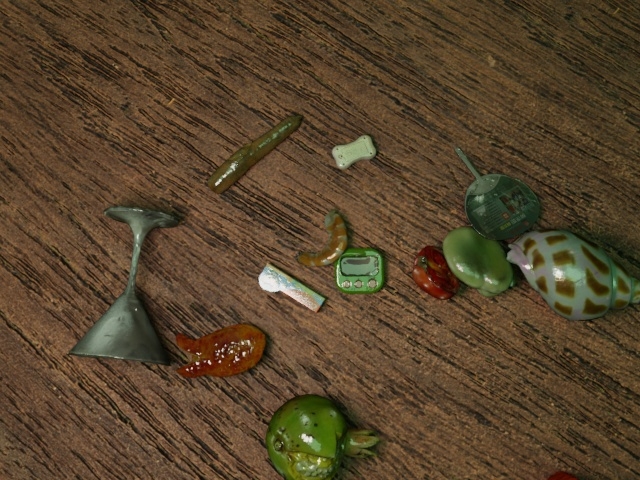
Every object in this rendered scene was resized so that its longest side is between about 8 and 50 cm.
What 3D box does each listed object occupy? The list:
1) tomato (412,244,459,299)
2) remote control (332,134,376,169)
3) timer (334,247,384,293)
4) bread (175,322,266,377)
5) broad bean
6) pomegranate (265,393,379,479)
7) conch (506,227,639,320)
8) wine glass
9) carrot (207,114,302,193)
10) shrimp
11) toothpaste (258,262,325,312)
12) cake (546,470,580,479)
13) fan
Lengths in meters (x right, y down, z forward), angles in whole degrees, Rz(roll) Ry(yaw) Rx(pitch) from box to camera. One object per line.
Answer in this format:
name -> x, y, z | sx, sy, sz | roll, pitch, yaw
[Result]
tomato -> 0.306, 0.102, 1.896 | 0.139, 0.159, 0.091 | 26, 128, -27
remote control -> 0.097, -0.254, 1.986 | 0.122, 0.032, 0.074 | -21, 83, 0
timer -> 0.109, 0.086, 1.938 | 0.140, 0.047, 0.128 | -1, 85, 2
bread -> -0.279, 0.307, 1.900 | 0.269, 0.095, 0.139 | -8, 76, 5
broad bean -> 0.442, 0.055, 1.901 | 0.228, 0.100, 0.169 | 33, 63, -2
pomegranate -> 0.005, 0.525, 1.821 | 0.302, 0.236, 0.236 | 7, 82, -28
conch -> 0.692, 0.091, 1.845 | 0.368, 0.197, 0.249 | 26, 50, -21
wine glass -> -0.513, 0.125, 1.857 | 0.267, 0.267, 0.406 | 4, 80, 2
carrot -> -0.186, -0.259, 1.981 | 0.342, 0.070, 0.070 | -40, 84, -5
shrimp -> 0.000, 0.000, 1.951 | 0.166, 0.049, 0.161 | -20, 62, 20
toothpaste -> -0.084, 0.142, 1.938 | 0.193, 0.044, 0.070 | 32, 87, 5
cake -> 0.665, 0.769, 1.725 | 0.319, 0.270, 0.269 | 43, 86, 6
fan -> 0.507, -0.135, 1.949 | 0.223, 0.012, 0.294 | -1, 67, -8
